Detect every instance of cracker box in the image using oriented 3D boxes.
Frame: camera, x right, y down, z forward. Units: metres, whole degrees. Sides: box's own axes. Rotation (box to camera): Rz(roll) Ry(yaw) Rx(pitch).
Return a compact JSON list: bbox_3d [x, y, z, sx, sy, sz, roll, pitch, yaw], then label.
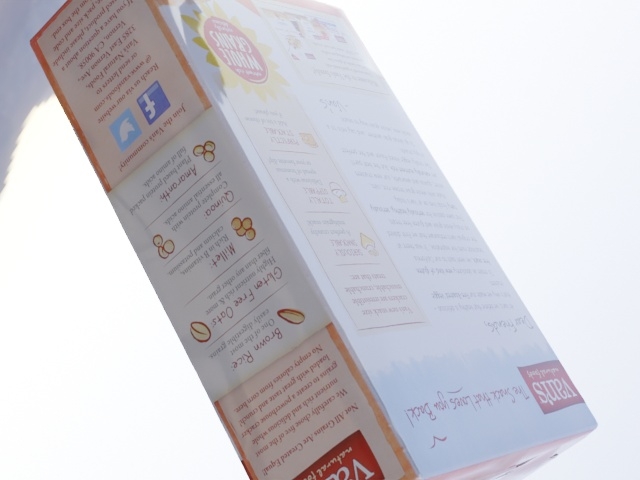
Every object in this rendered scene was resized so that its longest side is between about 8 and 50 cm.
[{"bbox_3d":[0.000,0.000,0.508,0.067,0.232,0.155,-40,158,26],"label":"cracker box"}]
